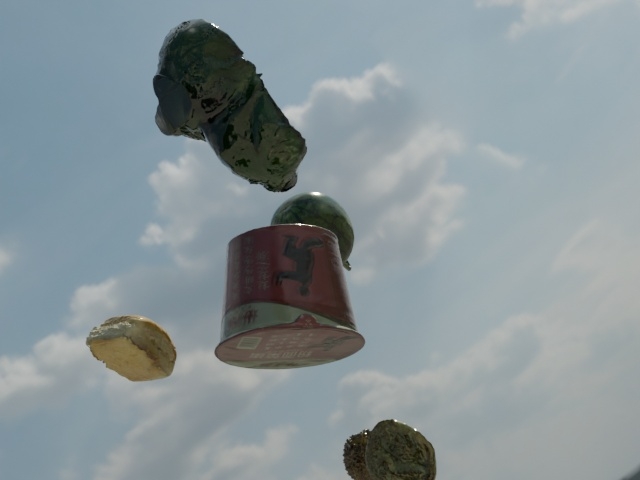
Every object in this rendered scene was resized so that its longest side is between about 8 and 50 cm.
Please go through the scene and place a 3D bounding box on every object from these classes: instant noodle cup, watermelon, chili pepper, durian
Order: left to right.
[{"bbox_3d":[-0.132,-0.173,1.607,0.116,0.264,0.148,-34,-7,-25],"label":"chili pepper"},{"bbox_3d":[-0.052,0.089,1.919,0.234,0.179,0.235,-4,-21,-1],"label":"instant noodle cup"},{"bbox_3d":[0.000,0.000,2.101,0.140,0.141,0.187,-42,-58,15],"label":"watermelon"},{"bbox_3d":[0.070,0.318,1.787,0.080,0.091,0.080,-18,17,6],"label":"durian"}]

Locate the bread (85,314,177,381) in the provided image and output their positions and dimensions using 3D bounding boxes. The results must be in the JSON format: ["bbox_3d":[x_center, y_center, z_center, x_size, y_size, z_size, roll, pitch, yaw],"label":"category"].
[{"bbox_3d":[-0.286,0.163,1.917,0.106,0.082,0.125,-16,-49,34],"label":"bread"}]

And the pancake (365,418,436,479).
[{"bbox_3d":[0.102,0.276,1.552,0.017,0.108,0.108,-28,-18,-52],"label":"pancake"}]
